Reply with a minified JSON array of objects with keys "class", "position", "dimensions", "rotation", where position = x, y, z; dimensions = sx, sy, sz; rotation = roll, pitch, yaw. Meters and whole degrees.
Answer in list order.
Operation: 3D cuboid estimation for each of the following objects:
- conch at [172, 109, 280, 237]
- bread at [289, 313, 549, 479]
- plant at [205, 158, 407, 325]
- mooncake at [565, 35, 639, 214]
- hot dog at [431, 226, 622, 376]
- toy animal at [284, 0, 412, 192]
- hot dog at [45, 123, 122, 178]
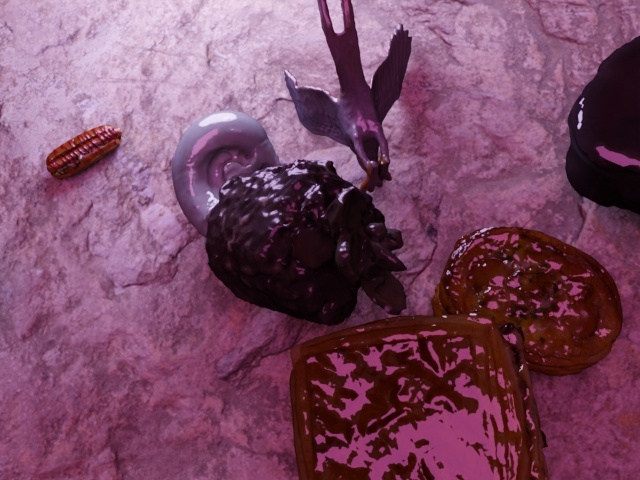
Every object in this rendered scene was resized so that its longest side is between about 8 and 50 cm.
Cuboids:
[{"class":"conch","position":[-0.144,-0.095,1.390],"dimensions":[0.185,0.121,0.221],"rotation":[7,82,-5]},{"class":"bread","position":[0.131,0.250,1.180],"dimensions":[0.324,0.167,0.277],"rotation":[-8,69,5]},{"class":"plant","position":[0.000,0.000,1.240],"dimensions":[0.312,0.215,0.213],"rotation":[-3,58,45]},{"class":"mooncake","position":[0.560,-0.127,1.247],"dimensions":[0.350,0.212,0.381],"rotation":[-39,70,-8]},{"class":"hot dog","position":[0.303,0.091,1.275],"dimensions":[0.272,0.122,0.196],"rotation":[22,82,15]},{"class":"toy animal","position":[0.062,-0.232,1.313],"dimensions":[0.225,0.284,0.302],"rotation":[-16,72,2]},{"class":"hot dog","position":[-0.402,-0.155,1.486],"dimensions":[0.144,0.038,0.062],"rotation":[-29,72,-1]}]
